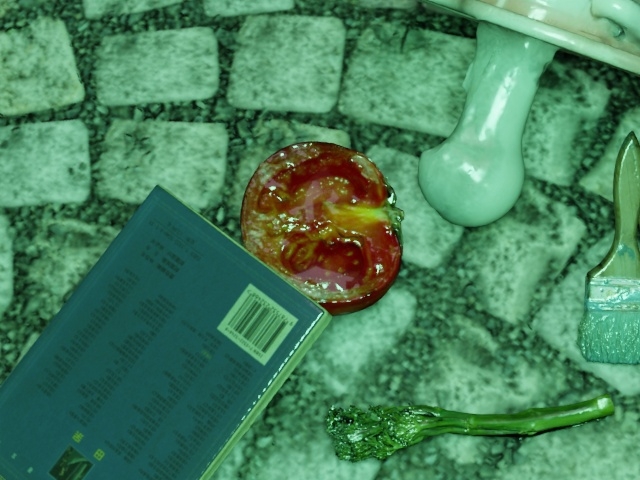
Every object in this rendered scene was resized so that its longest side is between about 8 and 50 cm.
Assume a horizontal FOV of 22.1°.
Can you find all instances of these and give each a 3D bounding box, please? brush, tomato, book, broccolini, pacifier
[{"bbox_3d":[0.253,0.007,1.367,0.070,0.021,0.196,3,97,3],"label":"brush"},{"bbox_3d":[0.000,0.000,1.400,0.139,0.091,0.159,-8,66,-8],"label":"tomato"},{"bbox_3d":[-0.143,0.112,1.328,0.191,0.025,0.269,36,87,21],"label":"book"},{"bbox_3d":[0.123,0.149,1.339,0.239,0.054,0.051,-4,46,-3],"label":"broccolini"},{"bbox_3d":[0.167,-0.162,1.415,0.273,0.220,0.332,-42,37,-15],"label":"pacifier"}]

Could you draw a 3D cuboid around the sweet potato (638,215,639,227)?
[{"bbox_3d":[0.374,-0.125,1.445,0.131,0.131,0.337,19,63,12],"label":"sweet potato"}]
